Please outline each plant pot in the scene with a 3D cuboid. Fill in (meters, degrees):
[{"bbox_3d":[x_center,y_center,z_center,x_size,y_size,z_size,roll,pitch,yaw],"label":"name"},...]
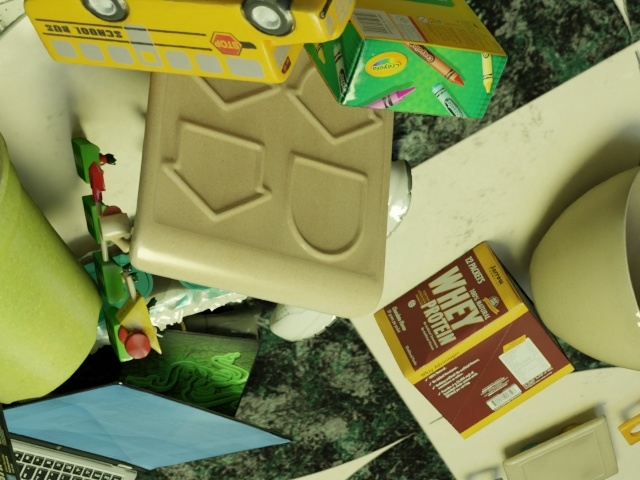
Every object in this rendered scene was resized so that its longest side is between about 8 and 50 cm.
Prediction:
[{"bbox_3d":[0.398,0.049,1.999,0.191,0.284,0.284,-12,147,38],"label":"plant pot"},{"bbox_3d":[-0.378,0.043,1.599,0.276,0.276,0.254,-34,134,8],"label":"plant pot"}]

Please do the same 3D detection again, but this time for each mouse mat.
[{"bbox_3d":[-0.180,0.186,1.919,0.190,0.007,0.152,8,112,-32],"label":"mouse mat"}]

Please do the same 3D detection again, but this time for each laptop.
[{"bbox_3d":[-0.305,0.355,1.883,0.382,0.236,0.408,29,86,-53],"label":"laptop"}]

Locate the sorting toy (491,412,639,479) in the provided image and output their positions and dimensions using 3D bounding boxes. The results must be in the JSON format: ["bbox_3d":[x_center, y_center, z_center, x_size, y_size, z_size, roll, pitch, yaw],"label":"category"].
[{"bbox_3d":[0.391,0.360,2.406,0.348,0.047,0.196,-24,140,-1],"label":"sorting toy"}]

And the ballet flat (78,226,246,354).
[{"bbox_3d":[-0.193,0.042,1.814,0.409,0.147,0.147,-20,135,-2],"label":"ballet flat"}]

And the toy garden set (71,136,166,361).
[{"bbox_3d":[-0.220,0.011,1.624,0.049,0.204,0.244,-12,101,-13],"label":"toy garden set"}]

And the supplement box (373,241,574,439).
[{"bbox_3d":[0.216,0.143,2.066,0.191,0.129,0.194,-34,135,8],"label":"supplement box"}]

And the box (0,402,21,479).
[{"bbox_3d":[-0.476,0.256,1.721,0.079,0.322,0.257,24,118,-40],"label":"box"}]

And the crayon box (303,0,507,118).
[{"bbox_3d":[0.058,-0.239,1.538,0.165,0.278,0.081,3,126,-26],"label":"crayon box"}]

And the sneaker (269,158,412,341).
[{"bbox_3d":[0.000,0.000,1.877,0.129,0.111,0.297,21,117,-19],"label":"sneaker"}]

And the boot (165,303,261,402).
[{"bbox_3d":[-0.149,0.176,1.978,0.137,0.077,0.198,-10,135,-23],"label":"boot"}]

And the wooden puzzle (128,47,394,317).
[{"bbox_3d":[-0.062,-0.107,1.646,0.322,0.347,0.080,15,166,-33],"label":"wooden puzzle"}]

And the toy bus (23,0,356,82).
[{"bbox_3d":[-0.125,-0.234,1.448,0.333,0.108,0.130,8,145,23],"label":"toy bus"}]

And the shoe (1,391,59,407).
[{"bbox_3d":[-0.390,0.224,1.916,0.076,0.058,0.219,-38,136,13],"label":"shoe"}]
